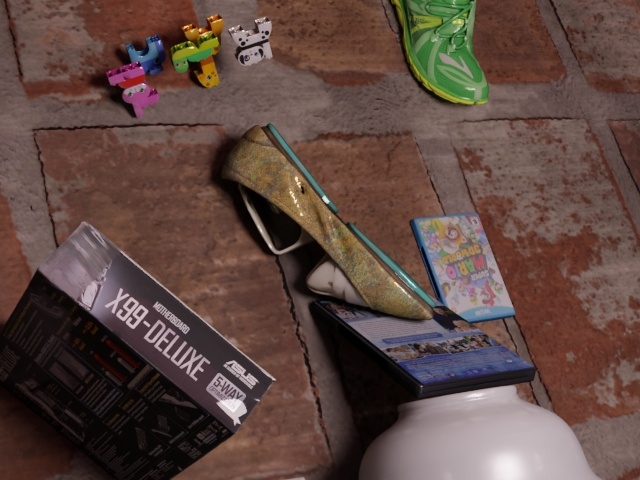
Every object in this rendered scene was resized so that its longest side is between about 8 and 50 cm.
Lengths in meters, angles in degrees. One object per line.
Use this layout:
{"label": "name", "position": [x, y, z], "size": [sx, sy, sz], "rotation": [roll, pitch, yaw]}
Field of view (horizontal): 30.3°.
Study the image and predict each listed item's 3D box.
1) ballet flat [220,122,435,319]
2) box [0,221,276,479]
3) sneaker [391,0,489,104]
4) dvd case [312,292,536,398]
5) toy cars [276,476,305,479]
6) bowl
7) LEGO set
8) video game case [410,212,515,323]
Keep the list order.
{"label": "ballet flat", "position": [0.000, 0.000, 1.552], "size": [0.348, 0.123, 0.123], "rotation": [48, 51, 8]}
{"label": "box", "position": [-0.213, 0.139, 1.230], "size": [0.242, 0.307, 0.076], "rotation": [40, 56, -3]}
{"label": "sneaker", "position": [0.190, -0.345, 1.845], "size": [0.109, 0.123, 0.295], "rotation": [-9, 69, -33]}
{"label": "dvd case", "position": [0.126, 0.127, 1.507], "size": [0.180, 0.022, 0.253], "rotation": [-4, 23, -31]}
{"label": "toy cars", "position": [0.026, 0.435, 1.338], "size": [0.394, 0.087, 0.176], "rotation": [44, 82, 2]}
{"label": "bowl", "position": [0.171, 0.247, 1.382], "size": [0.298, 0.298, 0.134], "rotation": [-3, 79, -31]}
{"label": "LEGO set", "position": [-0.174, -0.235, 1.601], "size": [0.227, 0.093, 0.087], "rotation": [-21, 37, -10]}
{"label": "video game case", "position": [0.206, 0.040, 1.709], "size": [0.119, 0.015, 0.166], "rotation": [-6, 67, -32]}
